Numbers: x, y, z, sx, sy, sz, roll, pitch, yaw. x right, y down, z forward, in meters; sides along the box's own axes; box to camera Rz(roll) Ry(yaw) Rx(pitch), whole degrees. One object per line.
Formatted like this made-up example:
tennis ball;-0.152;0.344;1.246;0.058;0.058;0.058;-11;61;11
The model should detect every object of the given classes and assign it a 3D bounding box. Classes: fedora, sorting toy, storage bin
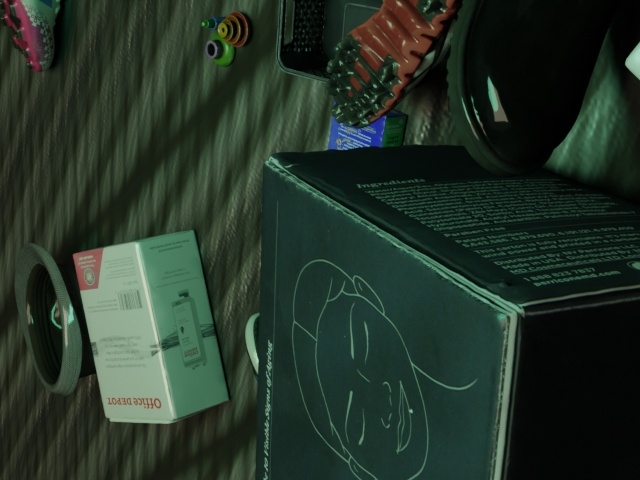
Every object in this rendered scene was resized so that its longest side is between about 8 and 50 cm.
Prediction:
fedora;-0.431;0.133;1.836;0.275;0.124;0.243;59;140;33
sorting toy;-0.141;-0.288;1.484;0.102;0.042;0.061;-38;72;45
storage bin;0.038;-0.254;1.272;0.180;0.084;0.122;22;115;41

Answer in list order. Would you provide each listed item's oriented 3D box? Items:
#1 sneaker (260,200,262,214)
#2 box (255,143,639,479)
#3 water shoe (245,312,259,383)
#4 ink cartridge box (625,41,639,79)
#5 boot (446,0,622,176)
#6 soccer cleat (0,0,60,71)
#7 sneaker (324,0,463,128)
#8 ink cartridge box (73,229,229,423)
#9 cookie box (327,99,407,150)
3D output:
sneaker;0.000;0.000;1.365;0.267;0.106;0.101;33;124;39
box;0.148;0.189;1.020;0.472;0.298;0.479;-146;54;-59
water shoe;-0.071;0.206;1.518;0.080;0.073;0.203;-32;77;49
ink cartridge box;0.425;-0.133;0.867;0.273;0.114;0.197;52;132;23
boot;0.245;-0.234;0.907;0.260;0.131;0.347;-5;70;63
soccer cleat;-0.467;-0.428;1.756;0.116;0.143;0.331;49;155;34
sneaker;0.104;-0.221;1.117;0.097;0.135;0.276;56;139;19
ink cartridge box;-0.275;0.139;1.684;0.207;0.117;0.282;-9;93;47
cookie box;0.055;-0.119;1.320;0.092;0.040;0.107;29;121;39
